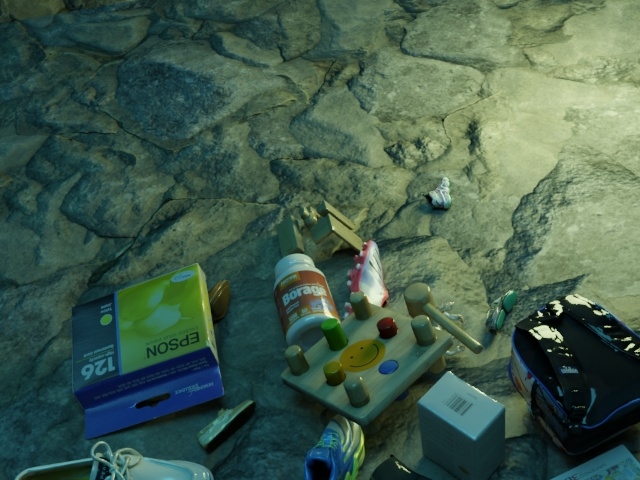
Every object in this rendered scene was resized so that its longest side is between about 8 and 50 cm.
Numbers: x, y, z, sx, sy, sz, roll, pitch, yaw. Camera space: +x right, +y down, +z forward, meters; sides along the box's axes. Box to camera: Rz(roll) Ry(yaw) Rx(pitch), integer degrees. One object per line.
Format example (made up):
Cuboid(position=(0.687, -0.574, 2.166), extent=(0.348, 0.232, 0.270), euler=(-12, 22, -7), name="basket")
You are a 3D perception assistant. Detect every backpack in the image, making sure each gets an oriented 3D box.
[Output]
Cuboid(position=(0.482, 0.242, 1.698), extent=(0.276, 0.213, 0.263), euler=(-19, 52, -19), name="backpack")

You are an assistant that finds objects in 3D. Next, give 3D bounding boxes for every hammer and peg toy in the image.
Cuboid(position=(0.127, 0.198, 1.778), extent=(0.361, 0.127, 0.266), euler=(-37, 32, -25), name="hammer and peg toy")

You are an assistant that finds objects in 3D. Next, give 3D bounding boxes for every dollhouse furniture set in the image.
Cuboid(position=(0.000, 0.000, 2.163), extent=(0.151, 0.123, 0.144), euler=(-38, 39, 21), name="dollhouse furniture set")

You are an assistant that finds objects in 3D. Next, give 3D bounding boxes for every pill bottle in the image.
Cuboid(position=(-0.034, 0.132, 1.961), extent=(0.121, 0.121, 0.216), euler=(-14, 44, -5), name="pill bottle")

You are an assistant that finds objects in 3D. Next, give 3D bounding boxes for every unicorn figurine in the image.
Cuboid(position=(0.240, 0.200, 1.895), extent=(0.111, 0.060, 0.162), euler=(-9, 34, 15), name="unicorn figurine")

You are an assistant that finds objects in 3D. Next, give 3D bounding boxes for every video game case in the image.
Cuboid(position=(0.505, 0.479, 1.576), extent=(0.206, 0.026, 0.227), euler=(-22, 45, -13), name="video game case")

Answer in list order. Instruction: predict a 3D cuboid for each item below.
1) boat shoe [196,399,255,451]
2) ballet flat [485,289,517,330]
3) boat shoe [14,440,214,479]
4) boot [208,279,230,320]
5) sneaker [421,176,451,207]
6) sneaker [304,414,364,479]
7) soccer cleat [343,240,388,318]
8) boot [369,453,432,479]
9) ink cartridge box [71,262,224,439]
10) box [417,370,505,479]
Cuboid(position=(-0.187, 0.354, 1.805), extent=(0.135, 0.050, 0.045), euler=(-38, 56, -27), name="boat shoe")
Cuboid(position=(0.378, 0.145, 1.941), extent=(0.041, 0.041, 0.114), euler=(17, 49, 25), name="ballet flat")
Cuboid(position=(-0.383, 0.436, 1.674), extent=(0.366, 0.157, 0.136), euler=(-4, 44, 6), name="boat shoe")
Cuboid(position=(-0.298, 0.149, 2.027), extent=(0.152, 0.073, 0.197), euler=(10, 44, 24), name="boot")
Cuboid(position=(0.280, -0.117, 2.230), extent=(0.069, 0.038, 0.098), euler=(-3, 43, 5), name="sneaker")
Cuboid(position=(0.026, 0.394, 1.671), extent=(0.091, 0.126, 0.240), euler=(2, 45, 11), name="sneaker")
Cuboid(position=(0.110, 0.100, 2.016), extent=(0.095, 0.083, 0.248), euler=(23, 39, -9), name="soccer cleat")
Cuboid(position=(0.112, 0.472, 1.625), extent=(0.197, 0.077, 0.137), euler=(-26, 40, -36), name="boot")
Cuboid(position=(-0.368, 0.224, 1.906), extent=(0.303, 0.072, 0.307), euler=(-19, 48, 4), name="ink cartridge box")
Cuboid(position=(0.255, 0.344, 1.653), extent=(0.130, 0.171, 0.091), euler=(30, 57, 34), name="box")
